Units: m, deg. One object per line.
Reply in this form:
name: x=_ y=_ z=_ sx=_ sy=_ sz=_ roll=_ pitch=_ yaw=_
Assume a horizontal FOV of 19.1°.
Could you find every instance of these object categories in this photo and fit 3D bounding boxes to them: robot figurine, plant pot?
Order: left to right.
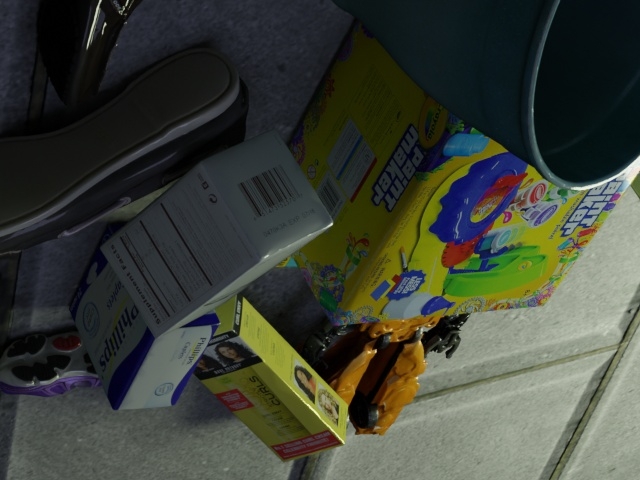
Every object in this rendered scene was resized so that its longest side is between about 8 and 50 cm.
robot figurine: x=0.048 y=0.127 z=2.139 sx=0.211 sy=0.085 sz=0.291 roll=-8 pitch=142 yaw=-31
plant pot: x=0.146 y=-0.212 z=1.456 sx=0.272 sy=0.255 sz=0.271 roll=-33 pitch=139 yaw=-35

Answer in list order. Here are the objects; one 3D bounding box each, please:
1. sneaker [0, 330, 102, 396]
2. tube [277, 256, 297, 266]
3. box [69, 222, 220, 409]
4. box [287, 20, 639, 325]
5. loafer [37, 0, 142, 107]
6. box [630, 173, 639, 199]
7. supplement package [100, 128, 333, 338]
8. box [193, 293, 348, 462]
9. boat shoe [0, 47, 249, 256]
sneaker: x=-0.250 y=0.125 z=1.941 sx=0.170 sy=0.068 sz=0.071 roll=-3 pitch=154 yaw=-23
tube: x=0.000 y=0.000 z=1.971 sx=0.207 sy=0.052 sz=0.080 roll=1 pitch=127 yaw=-30
box: x=-0.173 y=0.073 z=1.843 sx=0.072 sy=0.137 sz=0.126 roll=-3 pitch=138 yaw=-35
box: x=0.142 y=-0.085 z=1.844 sx=0.279 sy=0.177 sz=0.290 roll=-4 pitch=139 yaw=-36
loafer: x=-0.171 y=-0.196 z=1.535 sx=0.078 sy=0.080 sz=0.220 roll=-8 pitch=141 yaw=-29
box: x=0.522 y=-0.155 z=2.158 sx=0.232 sy=0.058 sz=0.322 roll=10 pitch=129 yaw=-45
supplement package: x=-0.096 y=-0.005 z=1.715 sx=0.105 sy=0.105 sz=0.179 roll=-29 pitch=175 yaw=-44
box: x=-0.064 y=0.147 z=2.022 sx=0.087 sy=0.058 sz=0.232 roll=-18 pitch=136 yaw=24
boat shoe: x=-0.210 y=-0.053 z=1.672 sx=0.335 sy=0.112 sz=0.095 roll=-28 pitch=143 yaw=-10
